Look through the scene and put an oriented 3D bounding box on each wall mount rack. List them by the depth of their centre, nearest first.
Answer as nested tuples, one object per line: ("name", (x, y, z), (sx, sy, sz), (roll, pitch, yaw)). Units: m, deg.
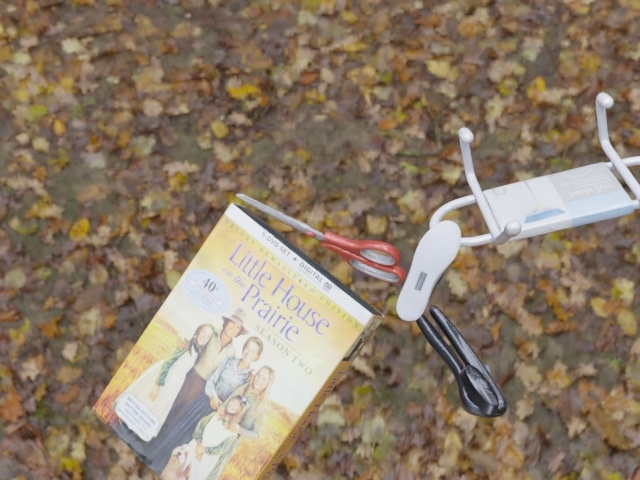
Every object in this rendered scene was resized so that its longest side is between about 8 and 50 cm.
("wall mount rack", (0.314, -0.069, 1.210), (0.350, 0.130, 0.304), (-14, 33, 2))

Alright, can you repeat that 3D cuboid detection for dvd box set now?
("dvd box set", (-0.138, 0.196, 1.485), (0.308, 0.062, 0.420), (39, 98, 22))

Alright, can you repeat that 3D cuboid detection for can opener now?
("can opener", (0.194, 0.164, 1.292), (0.059, 0.073, 0.186), (-13, 54, -26))

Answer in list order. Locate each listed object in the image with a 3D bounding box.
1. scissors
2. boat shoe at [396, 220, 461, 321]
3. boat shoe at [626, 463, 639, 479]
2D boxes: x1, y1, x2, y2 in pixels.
("scissors", (0.000, 0.000, 1.540), (0.297, 0.109, 0.021), (19, 64, 11))
("boat shoe", (0.137, 0.038, 1.216), (0.049, 0.040, 0.142), (27, 98, 5))
("boat shoe", (0.273, 0.166, 0.681), (0.178, 0.060, 0.064), (-24, 45, -33))
